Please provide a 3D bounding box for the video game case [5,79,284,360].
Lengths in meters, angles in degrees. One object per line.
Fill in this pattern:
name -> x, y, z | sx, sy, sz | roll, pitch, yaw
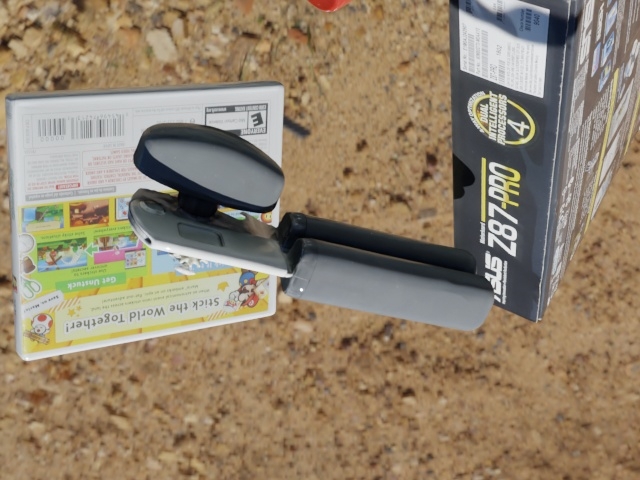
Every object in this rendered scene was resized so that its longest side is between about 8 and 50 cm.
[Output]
video game case -> -0.134, -0.021, 0.851 | 0.227, 0.026, 0.206 | -8, 111, -32

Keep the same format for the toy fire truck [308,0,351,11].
toy fire truck -> 0.007, -0.438, 1.238 | 0.169, 0.302, 0.254 | -33, 146, -22

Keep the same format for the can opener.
can opener -> 0.000, 0.000, 0.744 | 0.280, 0.074, 0.093 | 17, 117, -23

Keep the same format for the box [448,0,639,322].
box -> 0.210, -0.164, 0.849 | 0.097, 0.318, 0.395 | 23, 153, 22
